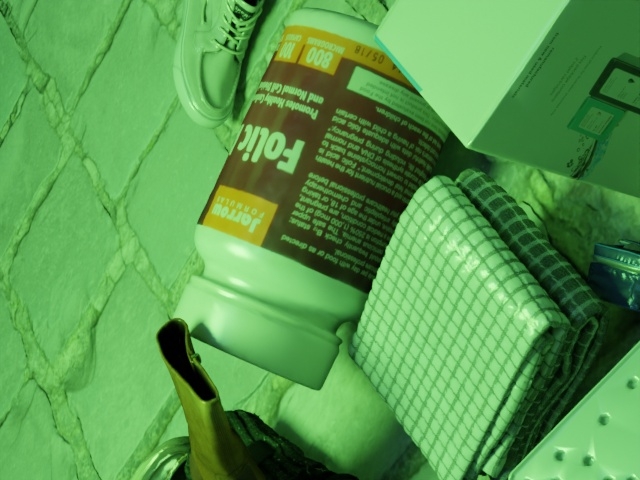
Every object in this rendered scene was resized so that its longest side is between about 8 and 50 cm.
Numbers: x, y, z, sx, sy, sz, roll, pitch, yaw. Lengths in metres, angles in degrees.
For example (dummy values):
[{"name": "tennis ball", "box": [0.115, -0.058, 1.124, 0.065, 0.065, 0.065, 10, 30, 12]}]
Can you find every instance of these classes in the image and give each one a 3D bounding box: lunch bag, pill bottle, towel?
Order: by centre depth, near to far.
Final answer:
[{"name": "lunch bag", "box": [0.312, 0.034, 1.571, 0.098, 0.067, 0.065, 19, 96, 51]}, {"name": "towel", "box": [0.166, 0.099, 1.651, 0.235, 0.121, 0.284, 52, 140, 33]}, {"name": "pill bottle", "box": [-0.008, -0.045, 1.792, 0.224, 0.224, 0.392, 19, 84, 50]}]

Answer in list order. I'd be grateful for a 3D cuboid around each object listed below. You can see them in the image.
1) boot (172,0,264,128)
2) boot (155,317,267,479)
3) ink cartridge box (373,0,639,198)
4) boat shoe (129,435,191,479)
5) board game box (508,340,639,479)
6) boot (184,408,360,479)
[{"name": "boot", "box": [-0.132, -0.290, 2.146, 0.123, 0.095, 0.258, -26, 62, 52]}, {"name": "boot", "box": [-0.082, 0.251, 1.691, 0.264, 0.096, 0.280, -119, 15, -46]}, {"name": "ink cartridge box", "box": [0.240, -0.193, 1.551, 0.197, 0.270, 0.198, -57, 45, 23]}, {"name": "boat shoe", "box": [-0.194, 0.426, 2.054, 0.130, 0.132, 0.355, 32, 115, 38]}, {"name": "board game box", "box": [0.405, 0.210, 1.347, 0.390, 0.050, 0.390, -47, 47, 8]}, {"name": "boot", "box": [-0.081, 0.399, 1.898, 0.260, 0.131, 0.348, 19, 85, 43]}]
